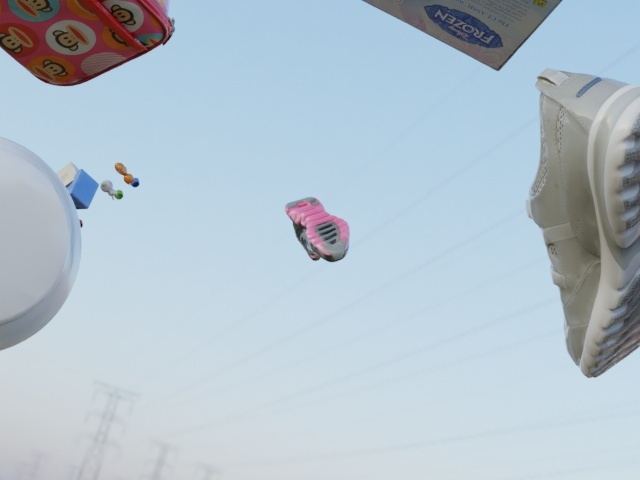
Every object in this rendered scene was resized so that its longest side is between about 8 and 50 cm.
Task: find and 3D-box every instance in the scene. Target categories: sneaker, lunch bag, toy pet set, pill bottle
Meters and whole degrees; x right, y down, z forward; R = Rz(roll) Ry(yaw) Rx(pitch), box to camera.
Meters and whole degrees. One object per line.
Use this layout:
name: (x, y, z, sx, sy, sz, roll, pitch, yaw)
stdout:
sneaker: (0.000, 0.000, 1.282, 0.047, 0.057, 0.119, -13, 29, -15)
lunch bag: (-0.325, -0.339, 1.572, 0.258, 0.120, 0.293, -19, -37, 23)
toy pet set: (-0.332, -0.063, 1.805, 0.114, 0.122, 0.065, 49, 6, -47)
sneaker: (0.213, -0.015, 0.941, 0.115, 0.105, 0.281, 39, -32, 40)
pill bottle: (-0.252, 0.005, 0.871, 0.152, 0.152, 0.272, 22, -10, -17)

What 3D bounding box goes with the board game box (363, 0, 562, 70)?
board game box: (0.092, -0.311, 1.064, 0.318, 0.066, 0.318, 26, -27, -8)
